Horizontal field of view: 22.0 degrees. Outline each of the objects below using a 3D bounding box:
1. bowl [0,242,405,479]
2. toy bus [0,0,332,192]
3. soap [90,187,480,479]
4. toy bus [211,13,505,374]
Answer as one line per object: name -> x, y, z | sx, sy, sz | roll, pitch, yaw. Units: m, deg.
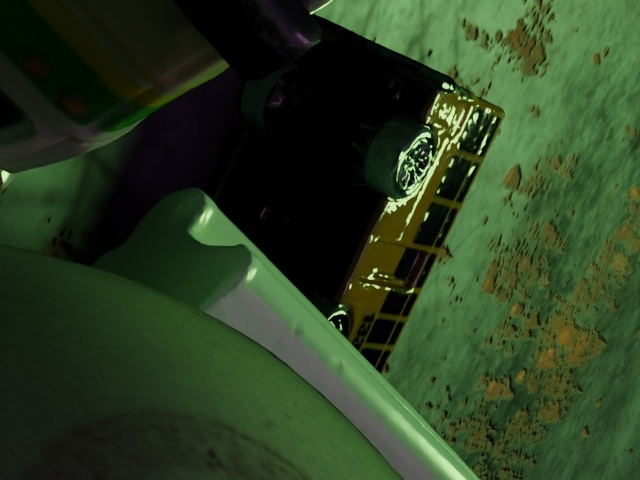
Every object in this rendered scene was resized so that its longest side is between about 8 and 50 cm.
bowl -> -0.157, 0.098, 0.429 | 0.435, 0.434, 0.196 | -22, 96, -53
toy bus -> -0.023, -0.156, 0.473 | 0.179, 0.143, 0.305 | -27, -160, 46
soap -> -0.024, 0.123, 0.727 | 0.160, 0.087, 0.265 | -42, 124, 0
toy bus -> 0.000, 0.000, 0.818 | 0.114, 0.098, 0.201 | 12, 105, -62
